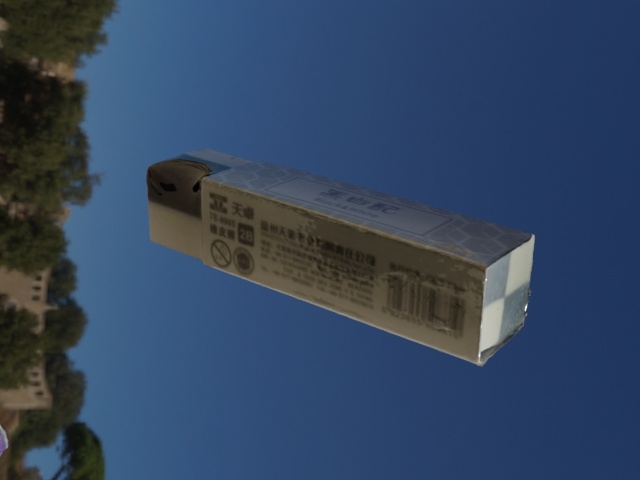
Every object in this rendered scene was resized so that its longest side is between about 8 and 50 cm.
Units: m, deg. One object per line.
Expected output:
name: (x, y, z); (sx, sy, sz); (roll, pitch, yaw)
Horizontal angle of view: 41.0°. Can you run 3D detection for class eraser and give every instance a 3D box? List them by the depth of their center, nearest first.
eraser: (0.000, 0.000, 0.821); (0.404, 0.096, 0.098); (18, -62, 36)

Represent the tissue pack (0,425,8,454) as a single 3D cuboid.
tissue pack: (-0.405, 0.188, 0.541); (0.242, 0.338, 0.160); (-22, -78, 27)
